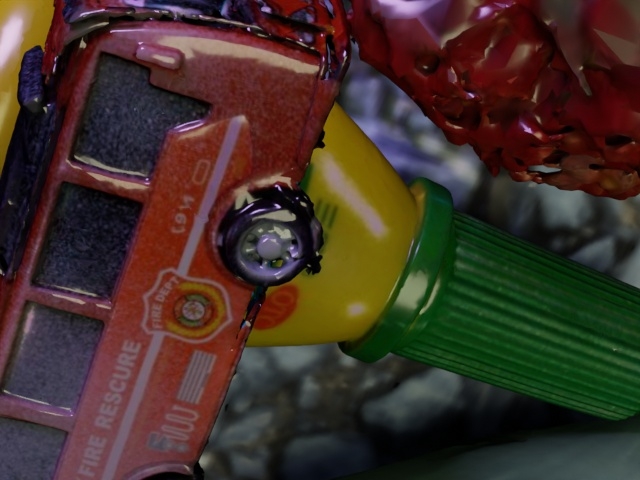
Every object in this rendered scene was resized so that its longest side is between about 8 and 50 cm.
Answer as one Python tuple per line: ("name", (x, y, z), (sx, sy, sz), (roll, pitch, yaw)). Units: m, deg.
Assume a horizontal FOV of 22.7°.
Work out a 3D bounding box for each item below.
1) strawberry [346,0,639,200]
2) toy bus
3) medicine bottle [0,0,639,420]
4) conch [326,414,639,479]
("strawberry", (0.104, -0.097, 0.531), (0.187, 0.184, 0.201), (-44, 147, 0))
("toy bus", (-0.062, 0.022, 0.498), (0.096, 0.073, 0.234), (12, 117, -15))
("medicine bottle", (0.000, 0.000, 0.587), (0.309, 0.076, 0.111), (19, 115, -25))
("conch", (0.083, 0.144, 0.633), (0.251, 0.143, 0.137), (-15, 78, -4))
